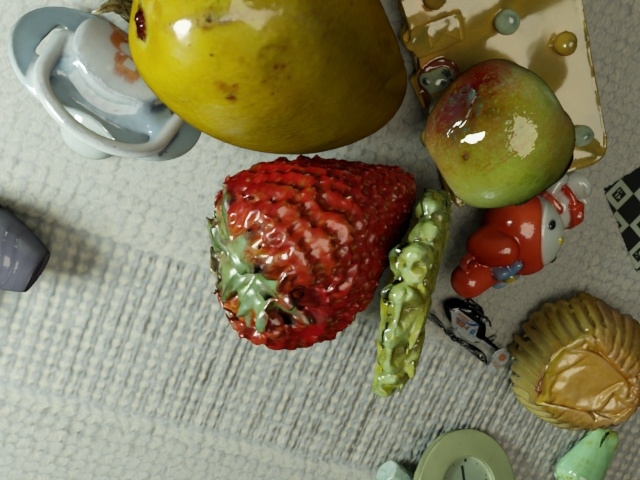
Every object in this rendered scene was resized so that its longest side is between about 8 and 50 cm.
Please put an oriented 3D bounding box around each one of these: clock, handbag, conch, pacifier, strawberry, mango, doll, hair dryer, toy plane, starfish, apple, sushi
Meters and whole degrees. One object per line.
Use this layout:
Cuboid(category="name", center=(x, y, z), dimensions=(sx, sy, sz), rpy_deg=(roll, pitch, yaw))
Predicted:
Cuboid(category="clock", center=(0.273, 0.476, 1.286), dimensions=(0.235, 0.029, 0.235), rpy_deg=(6, 78, -27))
Cuboid(category="handbag", center=(0.279, -0.266, 1.068), dimensions=(0.283, 0.133, 0.401), rpy_deg=(-17, 112, 2))
Cuboid(category="conch", center=(0.548, 0.448, 1.373), dimensions=(0.170, 0.079, 0.106), rpy_deg=(-50, 125, -1))
Cuboid(category="pacifier", center=(-0.314, -0.188, 0.955), dimensions=(0.279, 0.227, 0.207), rpy_deg=(33, 138, -19))
Cuboid(category="strawberry", center=(0.000, 0.000, 1.042), dimensions=(0.351, 0.267, 0.312), rpy_deg=(-29, 143, -33))
Cuboid(category="mango", center=(-0.046, -0.242, 0.889), dimensions=(0.300, 0.232, 0.445), rpy_deg=(-27, 158, 27))
Cuboid(category="doll", center=(0.337, -0.011, 1.149), dimensions=(0.290, 0.130, 0.161), rpy_deg=(-33, 136, -16))
Cuboid(category="hair dryer", center=(-0.604, 0.073, 1.001), dimensions=(0.301, 0.121, 0.361), rpy_deg=(29, 104, -10))
Cuboid(category="toy plane", center=(0.278, 0.164, 1.239), dimensions=(0.197, 0.053, 0.078), rpy_deg=(40, 103, -19))
Cuboid(category="starfish", center=(-0.272, -0.345, 0.953), dimensions=(0.041, 0.130, 0.133), rpy_deg=(-21, 158, 29))
Cuboid(category="apple", center=(0.251, -0.146, 0.972), dimensions=(0.188, 0.174, 0.207), rpy_deg=(-40, 92, 13))
Cuboid(category="sushi", center=(0.680, -0.083, 1.248), dimensions=(0.279, 0.043, 0.192), rpy_deg=(-32, 111, -1))

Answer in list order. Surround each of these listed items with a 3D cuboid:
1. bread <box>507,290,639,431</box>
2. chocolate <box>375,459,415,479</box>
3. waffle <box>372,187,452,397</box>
Cuboid(category="bread", center=(0.487, 0.240, 1.255), dimensions=(0.274, 0.149, 0.274), rpy_deg=(-2, 110, -5))
Cuboid(category="chocolate", center=(0.216, 0.531, 1.313), dimensions=(0.110, 0.110, 0.291), rpy_deg=(-42, 108, 3))
Cuboid(category="waffle", center=(0.146, 0.075, 1.057), dimensions=(0.073, 0.297, 0.317), rpy_deg=(14, 114, 13))
